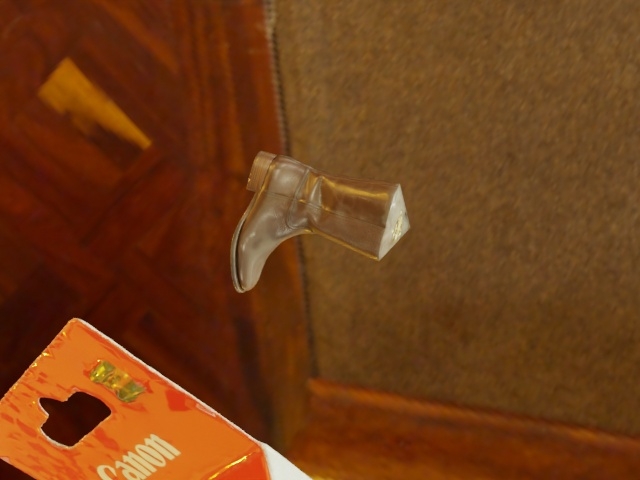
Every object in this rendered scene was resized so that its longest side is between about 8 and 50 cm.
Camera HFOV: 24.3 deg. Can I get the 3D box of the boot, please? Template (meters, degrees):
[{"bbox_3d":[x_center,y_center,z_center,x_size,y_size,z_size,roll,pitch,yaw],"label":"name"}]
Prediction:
[{"bbox_3d":[0.000,0.000,1.020,0.114,0.037,0.106,16,108,15],"label":"boot"}]

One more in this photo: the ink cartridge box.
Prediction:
[{"bbox_3d":[-0.066,0.236,0.977,0.385,0.091,0.308,37,149,-7],"label":"ink cartridge box"}]
